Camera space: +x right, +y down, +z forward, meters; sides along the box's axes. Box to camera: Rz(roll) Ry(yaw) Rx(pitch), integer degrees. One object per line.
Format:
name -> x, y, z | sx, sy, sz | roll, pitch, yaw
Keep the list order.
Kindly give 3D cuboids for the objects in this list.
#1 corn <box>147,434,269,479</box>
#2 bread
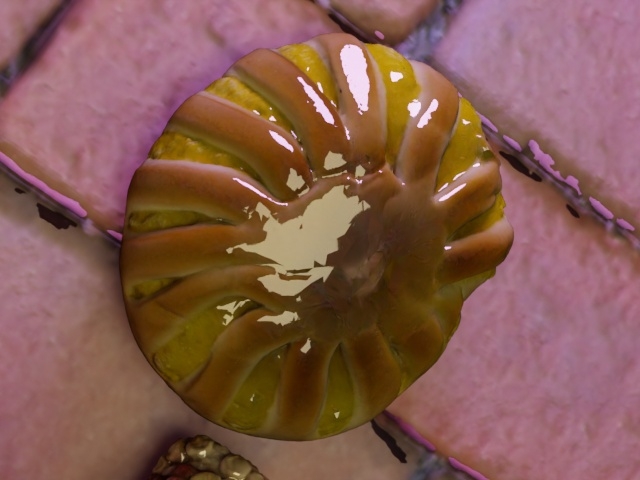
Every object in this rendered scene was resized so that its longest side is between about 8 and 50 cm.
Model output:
corn -> -0.073, 0.230, 0.880 | 0.098, 0.098, 0.290 | 30, 53, -25
bread -> 0.000, 0.000, 0.917 | 0.213, 0.105, 0.213 | -4, 103, -18
